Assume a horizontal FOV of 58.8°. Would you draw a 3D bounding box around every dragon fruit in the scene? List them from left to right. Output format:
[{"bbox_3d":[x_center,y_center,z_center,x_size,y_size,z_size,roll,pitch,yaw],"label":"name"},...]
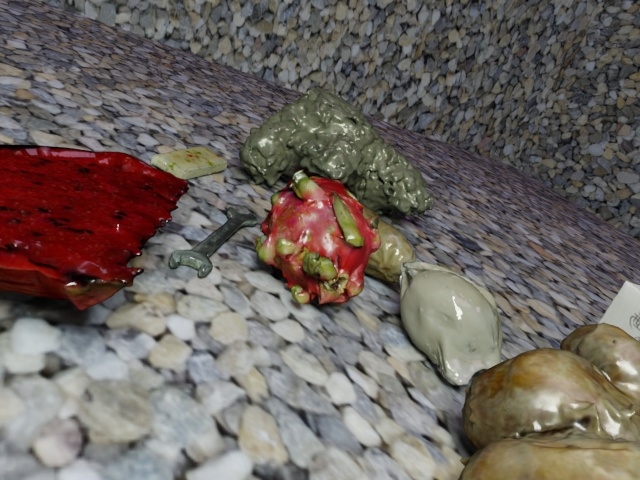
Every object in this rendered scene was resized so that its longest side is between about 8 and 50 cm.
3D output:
[{"bbox_3d":[-0.287,-0.026,0.563,0.282,0.100,0.343,19,18,-8],"label":"dragon fruit"},{"bbox_3d":[0.000,0.000,0.737,0.172,0.160,0.167,53,-7,47],"label":"dragon fruit"}]

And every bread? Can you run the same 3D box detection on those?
[{"bbox_3d":[-0.229,-0.139,1.009,0.068,0.028,0.153,31,23,13],"label":"bread"}]

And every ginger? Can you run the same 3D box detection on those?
[{"bbox_3d":[0.237,0.186,0.505,0.244,0.155,0.304,-3,29,7],"label":"ginger"}]

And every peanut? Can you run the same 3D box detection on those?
[{"bbox_3d":[0.076,-0.005,0.917,0.099,0.100,0.214,12,25,-28],"label":"peanut"}]

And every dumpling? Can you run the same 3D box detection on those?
[{"bbox_3d":[0.174,0.101,0.738,0.136,0.118,0.199,12,45,-24],"label":"dumpling"}]

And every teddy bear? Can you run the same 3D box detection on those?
[{"bbox_3d":[0.060,-0.151,1.175,0.367,0.224,0.357,41,20,2],"label":"teddy bear"}]

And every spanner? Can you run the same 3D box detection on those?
[{"bbox_3d":[-0.140,-0.005,0.789,0.054,0.015,0.254,22,20,3],"label":"spanner"}]

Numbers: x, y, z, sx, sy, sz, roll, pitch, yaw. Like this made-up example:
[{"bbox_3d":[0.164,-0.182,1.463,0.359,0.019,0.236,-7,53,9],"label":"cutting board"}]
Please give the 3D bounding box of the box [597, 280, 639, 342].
[{"bbox_3d":[0.386,0.195,0.609,0.111,0.195,0.260,19,22,-11],"label":"box"}]
